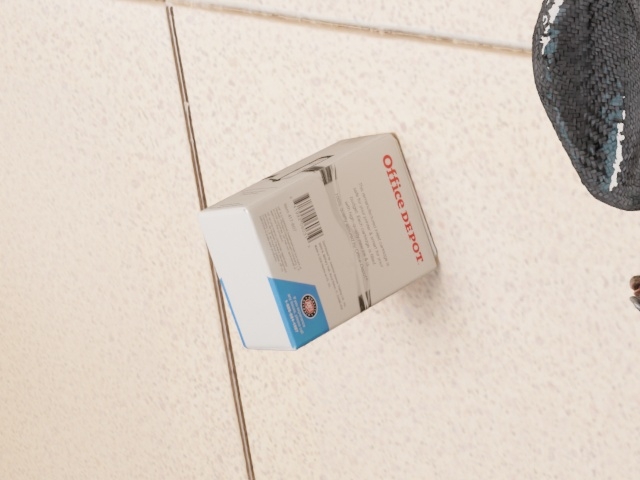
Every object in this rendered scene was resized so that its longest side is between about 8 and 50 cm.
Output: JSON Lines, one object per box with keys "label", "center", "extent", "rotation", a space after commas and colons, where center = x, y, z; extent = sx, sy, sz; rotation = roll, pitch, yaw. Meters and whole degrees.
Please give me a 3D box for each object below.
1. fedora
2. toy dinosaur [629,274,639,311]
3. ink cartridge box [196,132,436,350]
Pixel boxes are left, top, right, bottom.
{"label": "fedora", "center": [0.265, -0.145, 1.532], "extent": [0.334, 0.152, 0.334], "rotation": [25, 129, 36]}
{"label": "toy dinosaur", "center": [0.378, 0.028, 1.427], "extent": [0.295, 0.200, 0.127], "rotation": [-17, 114, 6]}
{"label": "ink cartridge box", "center": [0.000, 0.000, 1.865], "extent": [0.086, 0.203, 0.148], "rotation": [-5, 108, 50]}
